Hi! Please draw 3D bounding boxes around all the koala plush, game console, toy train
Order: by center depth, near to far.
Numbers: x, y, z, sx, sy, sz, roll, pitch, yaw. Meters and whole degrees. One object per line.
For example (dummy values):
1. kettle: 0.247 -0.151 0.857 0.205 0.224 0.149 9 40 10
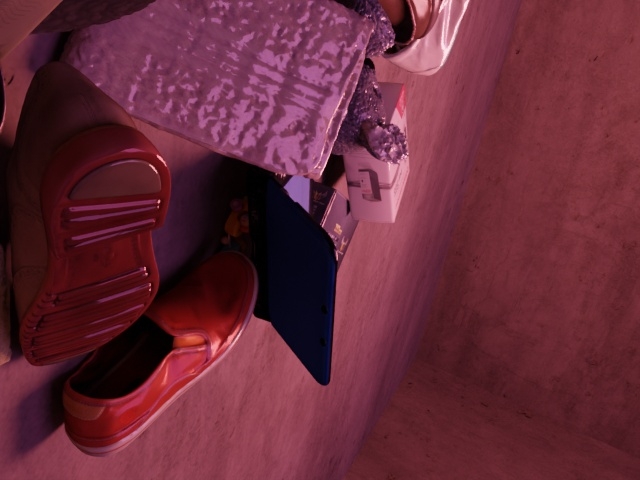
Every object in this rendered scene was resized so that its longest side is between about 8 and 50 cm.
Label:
1. koala plush: 0.004 -0.178 0.915 0.221 0.196 0.203 35 85 -49
2. game console: -0.009 0.012 1.065 0.293 0.173 0.250 93 23 -43
3. toy train: -0.104 -0.011 1.111 0.166 0.046 0.125 -70 162 7

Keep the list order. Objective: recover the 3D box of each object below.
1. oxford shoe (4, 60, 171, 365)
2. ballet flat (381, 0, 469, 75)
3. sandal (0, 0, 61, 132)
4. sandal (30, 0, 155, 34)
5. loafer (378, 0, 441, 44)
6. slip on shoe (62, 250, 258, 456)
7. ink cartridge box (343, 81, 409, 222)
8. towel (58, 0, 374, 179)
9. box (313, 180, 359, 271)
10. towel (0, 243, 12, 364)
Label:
1. oxford shoe: -0.220 -0.006 0.663 0.123 0.130 0.348 -16 152 -37
2. ballet flat: 0.200 -0.457 1.203 0.139 0.139 0.400 -42 157 -54
3. sandal: -0.228 -0.084 0.416 0.302 0.086 0.120 -36 170 24
4. sandal: -0.225 -0.216 0.358 0.167 0.107 0.445 -32 167 25
5. loafer: 0.069 -0.401 1.049 0.130 0.134 0.366 -46 148 -6
6. slip on shoe: -0.188 0.117 0.917 0.331 0.123 0.101 -47 150 -38
7. ink cartridge box: 0.106 -0.163 1.377 0.218 0.092 0.159 82 22 -46
8. towel: -0.088 -0.181 0.705 0.282 0.049 0.187 20 92 -32
9. box: 0.000 0.000 1.413 0.183 0.059 0.232 -68 163 -3
10. towel: -0.313 0.075 0.630 0.110 0.027 0.148 -43 151 -51
